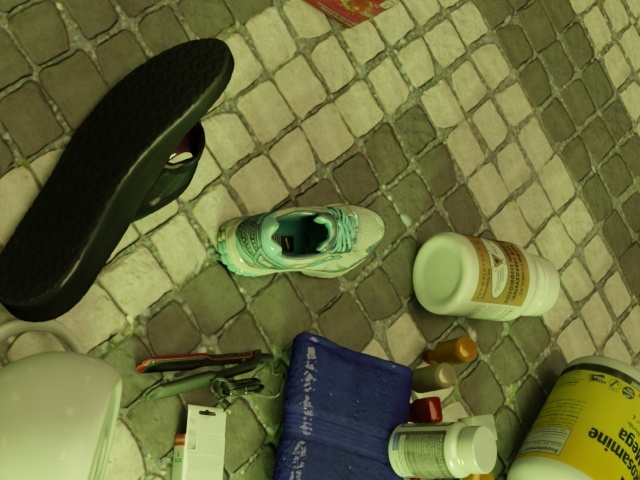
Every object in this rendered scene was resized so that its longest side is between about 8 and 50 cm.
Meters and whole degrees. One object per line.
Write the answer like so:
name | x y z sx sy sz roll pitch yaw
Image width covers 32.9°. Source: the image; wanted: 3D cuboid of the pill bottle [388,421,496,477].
pill bottle | 0.171 0.293 1.514 0.078 0.137 0.078 14 72 -50

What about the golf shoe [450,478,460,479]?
golf shoe | 0.185 0.427 1.599 0.198 0.094 0.077 -33 128 -29

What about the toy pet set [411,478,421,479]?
toy pet set | 0.218 0.358 1.675 0.122 0.065 0.114 41 58 -25

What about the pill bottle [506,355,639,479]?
pill bottle | 0.419 0.363 1.754 0.188 0.188 0.334 50 55 -19

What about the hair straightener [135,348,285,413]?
hair straightener | -0.134 0.193 1.440 0.230 0.047 0.089 3 57 -44

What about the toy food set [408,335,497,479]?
toy food set | 0.186 0.270 1.640 0.111 0.104 0.232 -4 79 -28

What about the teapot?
teapot | -0.332 0.225 1.189 0.187 0.256 0.252 13 92 -3

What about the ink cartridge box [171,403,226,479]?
ink cartridge box | -0.159 0.276 1.418 0.063 0.029 0.115 14 71 -35

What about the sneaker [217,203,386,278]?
sneaker | 0.000 0.000 1.542 0.283 0.122 0.110 -9 87 -39

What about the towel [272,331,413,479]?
towel | 0.023 0.302 1.525 0.228 0.076 0.308 23 64 -35

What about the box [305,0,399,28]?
box | 0.000 -0.448 1.639 0.257 0.123 0.128 25 66 -32

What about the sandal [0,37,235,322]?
sandal | -0.248 -0.077 1.366 0.445 0.168 0.107 -58 141 -23

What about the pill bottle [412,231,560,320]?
pill bottle | 0.272 0.063 1.739 0.229 0.131 0.131 9 75 -37
